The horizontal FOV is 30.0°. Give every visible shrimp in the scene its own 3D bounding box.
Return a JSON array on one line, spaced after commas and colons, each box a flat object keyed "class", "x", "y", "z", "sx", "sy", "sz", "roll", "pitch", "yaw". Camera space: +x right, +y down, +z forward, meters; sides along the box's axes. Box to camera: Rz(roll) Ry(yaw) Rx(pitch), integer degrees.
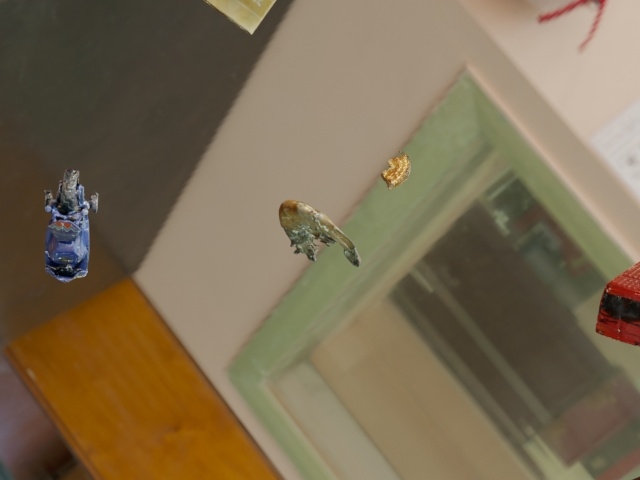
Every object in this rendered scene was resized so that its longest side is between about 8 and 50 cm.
[{"class": "shrimp", "x": 0.000, "y": 0.000, "z": 1.992, "sx": 0.051, "sy": 0.150, "sz": 0.217, "roll": -59, "pitch": 163, "yaw": -17}]

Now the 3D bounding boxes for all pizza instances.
[{"class": "pizza", "x": 0.106, "y": -0.096, "z": 1.660, "sx": 0.083, "sy": 0.037, "sz": 0.016, "roll": -65, "pitch": 166, "yaw": -46}]

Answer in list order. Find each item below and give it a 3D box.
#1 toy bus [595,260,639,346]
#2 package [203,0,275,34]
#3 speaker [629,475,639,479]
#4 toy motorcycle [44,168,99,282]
[{"class": "toy bus", "x": 0.449, "y": 0.076, "z": 1.612, "sx": 0.195, "sy": 0.081, "sz": 0.089, "roll": -22, "pitch": 120, "yaw": -46}, {"class": "package", "x": -0.128, "y": -0.563, "z": 2.146, "sx": 0.311, "sy": 0.221, "sz": 0.165, "roll": -54, "pitch": -178, "yaw": 2}, {"class": "speaker", "x": 0.397, "y": 0.467, "z": 1.673, "sx": 0.230, "sy": 0.153, "sz": 0.193, "roll": -32, "pitch": -155, "yaw": 28}, {"class": "toy motorcycle", "x": -0.352, "y": -0.010, "z": 1.663, "sx": 0.076, "sy": 0.114, "sz": 0.205, "roll": 5, "pitch": 148, "yaw": -9}]
